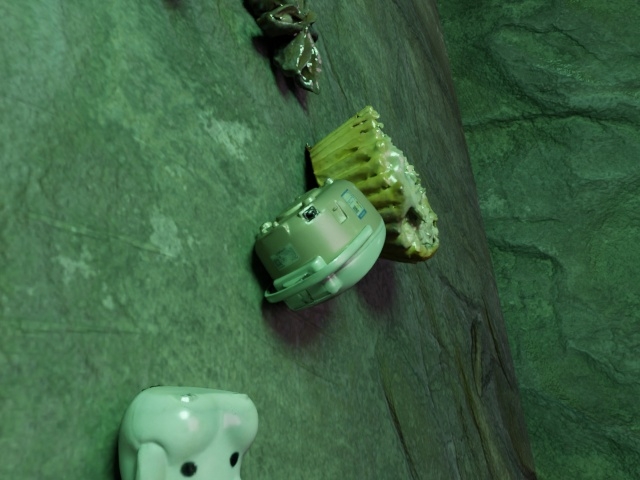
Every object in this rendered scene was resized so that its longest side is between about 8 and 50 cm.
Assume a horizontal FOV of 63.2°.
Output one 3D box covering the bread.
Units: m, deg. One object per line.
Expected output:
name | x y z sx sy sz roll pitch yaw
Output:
bread | 0.095 -0.079 0.859 0.274 0.149 0.274 56 19 -30

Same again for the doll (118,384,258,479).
doll | -0.106 0.201 0.406 0.110 0.107 0.180 20 58 -48

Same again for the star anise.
star anise | -0.056 -0.350 0.829 0.197 0.073 0.212 45 36 -49

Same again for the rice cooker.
rice cooker | 0.000 0.000 0.674 0.127 0.145 0.206 57 34 -6
